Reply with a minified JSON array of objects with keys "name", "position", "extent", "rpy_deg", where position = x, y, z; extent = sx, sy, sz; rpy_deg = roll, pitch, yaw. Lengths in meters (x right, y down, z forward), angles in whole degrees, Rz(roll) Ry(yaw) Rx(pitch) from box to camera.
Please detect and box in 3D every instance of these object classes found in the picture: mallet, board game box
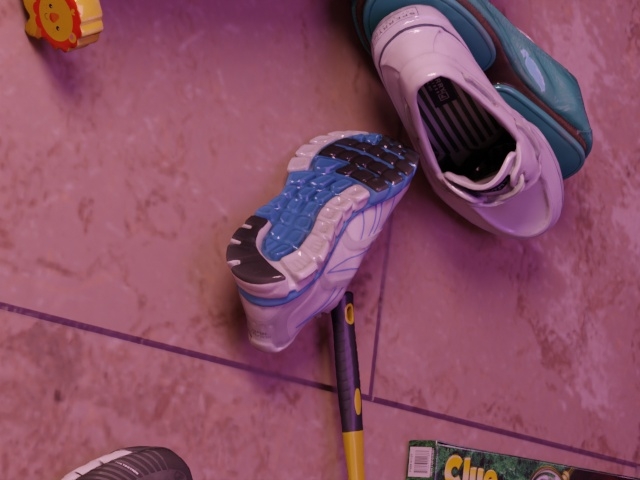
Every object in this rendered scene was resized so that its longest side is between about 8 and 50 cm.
[{"name":"mallet","position":[0.027,0.128,1.110],"extent":[0.062,0.039,0.190],"rpy_deg":[7,80,-48]},{"name":"board game box","position":[0.148,0.223,1.242],"extent":[0.259,0.030,0.136],"rpy_deg":[17,76,-45]}]

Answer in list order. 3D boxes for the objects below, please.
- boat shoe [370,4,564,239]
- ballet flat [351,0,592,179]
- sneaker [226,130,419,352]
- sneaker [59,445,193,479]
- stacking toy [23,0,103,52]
[{"name":"boat shoe","position":[0.100,-0.055,1.148],"extent":[0.226,0.083,0.076],"rpy_deg":[45,21,-41]},{"name":"ballet flat","position":[0.101,-0.130,1.196],"extent":[0.247,0.083,0.087],"rpy_deg":[37,37,-39]},{"name":"sneaker","position":[0.000,0.000,1.084],"extent":[0.191,0.071,0.083],"rpy_deg":[-46,147,-44]},{"name":"sneaker","position":[-0.127,0.184,0.887],"extent":[0.234,0.106,0.078],"rpy_deg":[-37,114,-43]},{"name":"stacking toy","position":[-0.117,-0.231,0.974],"extent":[0.167,0.052,0.221],"rpy_deg":[-27,106,-45]}]
